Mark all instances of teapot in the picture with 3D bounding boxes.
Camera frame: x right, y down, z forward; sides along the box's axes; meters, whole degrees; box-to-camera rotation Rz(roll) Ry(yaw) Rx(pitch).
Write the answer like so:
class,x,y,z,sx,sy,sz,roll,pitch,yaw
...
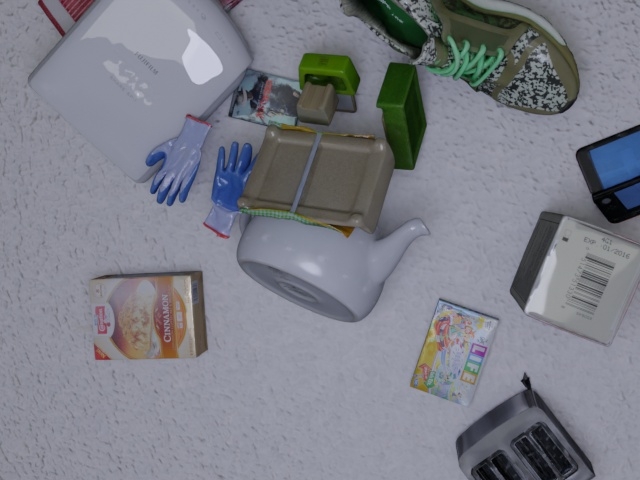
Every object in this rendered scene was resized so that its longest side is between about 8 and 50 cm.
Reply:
class,x,y,z,sx,sy,sz,roll,pitch,yaw
teapot,0.000,0.000,1.215,0.255,0.252,0.187,28,74,-9

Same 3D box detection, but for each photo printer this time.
class,x,y,z,sx,sy,sz,roll,pitch,yaw
photo printer,-0.282,-0.284,1.258,0.307,0.107,0.256,-42,104,12

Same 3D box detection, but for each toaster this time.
class,x,y,z,sx,sy,sz,roll,pitch,yaw
toaster,0.319,0.343,1.226,0.168,0.110,0.186,-38,87,9

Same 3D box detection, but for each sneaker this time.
class,x,y,z,sx,sy,sz,roll,pitch,yaw
sneaker,0.189,-0.285,1.139,0.410,0.182,0.158,31,141,-2

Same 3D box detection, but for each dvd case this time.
class,x,y,z,sx,sy,sz,roll,pitch,yaw
dvd case,-0.091,-0.239,1.308,0.119,0.013,0.087,16,96,10

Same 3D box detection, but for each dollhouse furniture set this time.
class,x,y,z,sx,sy,sz,roll,pitch,yaw
dollhouse furniture set,0.026,-0.117,1.168,0.197,0.151,0.302,9,62,18

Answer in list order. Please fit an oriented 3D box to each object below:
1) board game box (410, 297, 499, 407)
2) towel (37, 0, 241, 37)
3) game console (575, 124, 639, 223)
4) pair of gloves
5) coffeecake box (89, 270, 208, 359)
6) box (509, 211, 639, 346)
class,x,y,z,sx,sy,sz,roll,pitch,yaw
board game box,0.221,0.185,1.275,0.103,0.026,0.154,18,96,8
towel,-0.305,-0.425,1.322,0.329,0.037,0.237,-36,86,10
game console,0.487,-0.108,1.186,0.143,0.124,0.085,-22,116,11
pair of gloves,-0.187,-0.105,1.231,0.198,0.023,0.159,29,103,8
coffeecake box,-0.298,0.130,1.338,0.185,0.068,0.143,-3,94,10
box,0.372,0.048,1.136,0.126,0.232,0.149,22,97,7
